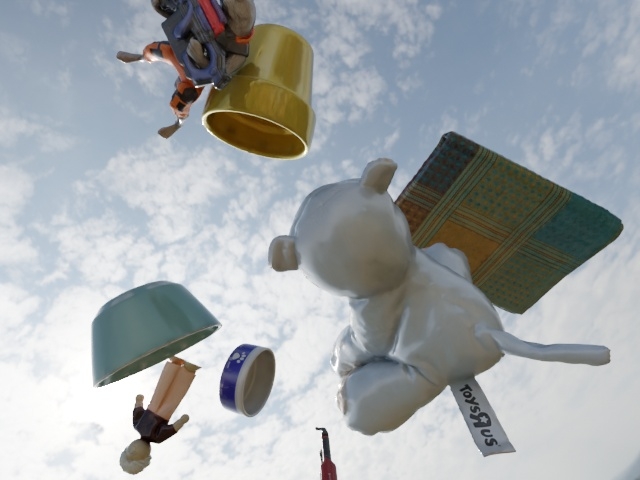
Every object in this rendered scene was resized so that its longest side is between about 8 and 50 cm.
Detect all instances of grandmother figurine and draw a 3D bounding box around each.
[{"bbox_3d":[-0.495,0.522,1.285,0.104,0.208,0.342,46,-120,-48],"label":"grandmother figurine"}]

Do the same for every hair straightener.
[{"bbox_3d":[0.010,0.583,1.095,0.047,0.230,0.088,-3,-64,-10],"label":"hair straightener"}]

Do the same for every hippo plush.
[{"bbox_3d":[0.046,0.061,0.446,0.237,0.294,0.234,41,-83,-14],"label":"hippo plush"}]

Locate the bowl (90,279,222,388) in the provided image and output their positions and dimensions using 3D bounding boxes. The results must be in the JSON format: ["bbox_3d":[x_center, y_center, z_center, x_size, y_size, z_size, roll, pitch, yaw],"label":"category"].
[{"bbox_3d":[-0.415,0.207,1.027,0.312,0.163,0.311,-28,-10,-5],"label":"bowl"}]

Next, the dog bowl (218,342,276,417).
[{"bbox_3d":[-0.279,0.540,1.658,0.265,0.104,0.264,7,-90,-69],"label":"dog bowl"}]

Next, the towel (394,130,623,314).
[{"bbox_3d":[0.301,-0.011,0.759,0.371,0.040,0.271,23,-53,-14],"label":"towel"}]

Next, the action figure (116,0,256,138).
[{"bbox_3d":[-0.265,-0.417,0.866,0.331,0.340,0.179,-22,-4,31],"label":"action figure"}]

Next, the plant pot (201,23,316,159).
[{"bbox_3d":[-0.119,-0.345,0.985,0.254,0.254,0.238,24,-103,-47],"label":"plant pot"}]
